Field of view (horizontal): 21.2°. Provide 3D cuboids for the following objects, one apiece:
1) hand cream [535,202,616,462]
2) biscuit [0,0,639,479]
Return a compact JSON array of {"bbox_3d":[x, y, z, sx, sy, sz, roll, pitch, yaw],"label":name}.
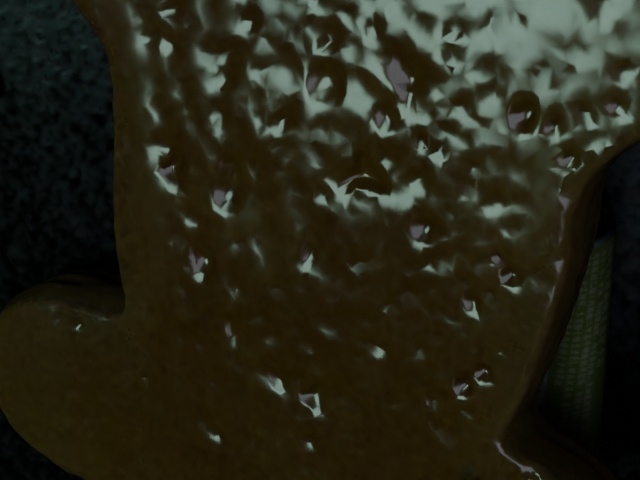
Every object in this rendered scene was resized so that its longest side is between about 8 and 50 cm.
[{"bbox_3d":[0.111,0.073,0.878,0.086,0.055,0.235,7,120,10],"label":"hand cream"},{"bbox_3d":[0.000,0.000,0.832,0.368,0.076,0.394,15,115,25],"label":"biscuit"}]
